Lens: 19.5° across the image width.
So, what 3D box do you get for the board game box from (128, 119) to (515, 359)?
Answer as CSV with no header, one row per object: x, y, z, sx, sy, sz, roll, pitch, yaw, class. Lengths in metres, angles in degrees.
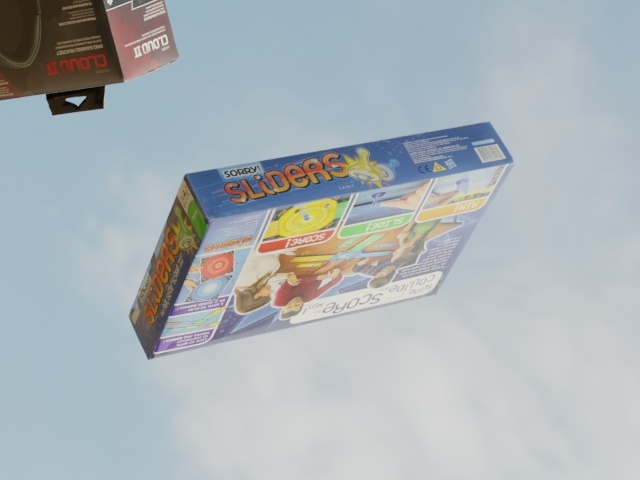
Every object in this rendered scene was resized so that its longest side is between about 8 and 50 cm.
0.000,0.000,1.073,0.035,0.201,0.136,62,-34,27,board game box

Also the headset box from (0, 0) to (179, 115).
-0.083,-0.079,0.563,0.062,0.032,0.083,-4,-74,32,headset box
